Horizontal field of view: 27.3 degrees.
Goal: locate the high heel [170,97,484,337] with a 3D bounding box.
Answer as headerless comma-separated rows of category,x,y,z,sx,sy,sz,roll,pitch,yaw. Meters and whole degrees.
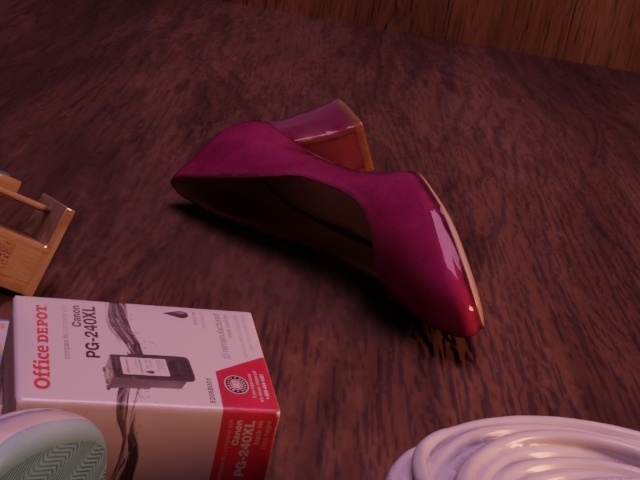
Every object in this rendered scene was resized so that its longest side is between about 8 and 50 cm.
high heel,0.000,0.000,1.135,0.181,0.127,0.377,-24,30,-8

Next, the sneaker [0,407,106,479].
sneaker,-0.244,0.121,0.535,0.208,0.127,0.319,19,19,21

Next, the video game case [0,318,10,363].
video game case,-0.148,0.083,0.877,0.166,0.015,0.119,4,19,-19

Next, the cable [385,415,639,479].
cable,0.150,0.175,0.644,0.257,0.089,0.257,21,20,31

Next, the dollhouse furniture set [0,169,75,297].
dollhouse furniture set,-0.309,-0.014,0.962,0.129,0.129,0.184,28,1,44

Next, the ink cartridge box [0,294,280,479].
ink cartridge box,-0.110,0.090,0.775,0.150,0.063,0.109,5,29,-17
